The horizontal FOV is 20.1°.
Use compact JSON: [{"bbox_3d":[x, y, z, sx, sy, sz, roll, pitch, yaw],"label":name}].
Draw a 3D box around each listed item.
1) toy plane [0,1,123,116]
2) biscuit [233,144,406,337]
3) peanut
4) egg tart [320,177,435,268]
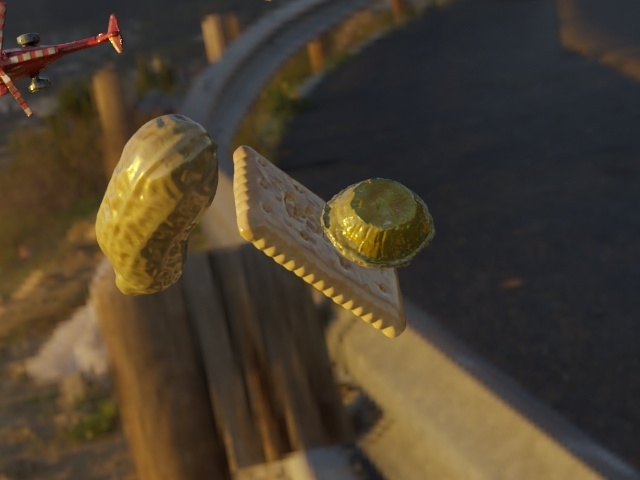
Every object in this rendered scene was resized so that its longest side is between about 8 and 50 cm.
[{"bbox_3d":[-0.312,-0.216,2.020,0.194,0.126,0.077,-34,-5,14],"label":"toy plane"},{"bbox_3d":[0.001,0.000,2.025,0.030,0.249,0.160,-41,30,25],"label":"biscuit"},{"bbox_3d":[-0.222,-0.042,2.455,0.140,0.325,0.153,39,51,17],"label":"peanut"},{"bbox_3d":[0.053,-0.022,1.622,0.105,0.039,0.105,4,53,-5],"label":"egg tart"}]
